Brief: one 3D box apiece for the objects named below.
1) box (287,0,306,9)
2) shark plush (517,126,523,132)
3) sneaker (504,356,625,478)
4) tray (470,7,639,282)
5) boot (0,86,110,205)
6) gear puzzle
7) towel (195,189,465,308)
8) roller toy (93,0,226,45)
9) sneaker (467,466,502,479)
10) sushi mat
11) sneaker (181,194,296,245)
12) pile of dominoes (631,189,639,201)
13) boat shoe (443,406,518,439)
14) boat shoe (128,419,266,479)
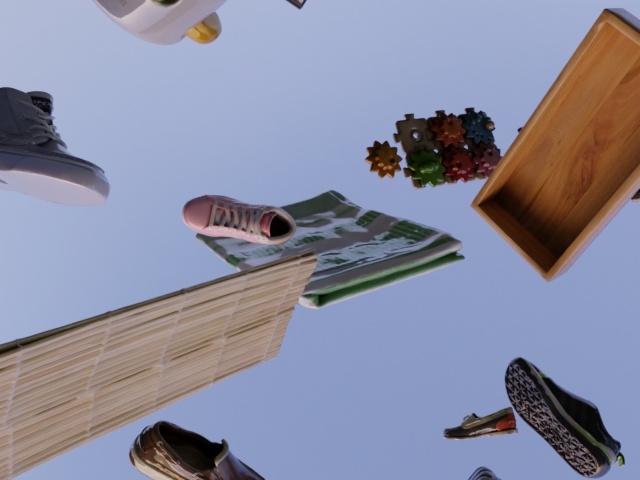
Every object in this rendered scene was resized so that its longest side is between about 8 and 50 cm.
[{"bbox_3d":[-0.061,-0.625,1.514,0.180,0.147,0.077,-54,-146,14],"label":"box"},{"bbox_3d":[0.506,-0.243,1.590,0.067,0.161,0.073,-31,-94,27],"label":"shark plush"},{"bbox_3d":[0.409,0.290,1.171,0.097,0.084,0.235,-21,-116,-35],"label":"sneaker"},{"bbox_3d":[0.434,-0.144,1.147,0.076,0.411,0.203,-19,-122,-40],"label":"tray"},{"bbox_3d":[-0.338,-0.120,0.806,0.258,0.095,0.123,11,-107,21],"label":"boot"},{"bbox_3d":[0.246,-0.201,1.488,0.339,0.044,0.175,-10,-102,-22],"label":"gear puzzle"},{"bbox_3d":[0.000,0.000,0.939,0.247,0.038,0.325,-17,-157,-25],"label":"towel"},{"bbox_3d":[-0.216,-0.361,0.907,0.146,0.209,0.191,-31,-104,29],"label":"roller toy"},{"bbox_3d":[0.272,0.507,1.242,0.098,0.224,0.083,30,-149,4],"label":"sneaker"},{"bbox_3d":[-0.131,0.096,0.584,0.316,0.151,0.019,-17,-128,-45],"label":"sushi mat"},{"bbox_3d":[-0.091,-0.025,0.811,0.070,0.134,0.051,171,-69,-69],"label":"sneaker"},{"bbox_3d":[0.643,-0.171,1.198,0.196,0.040,0.251,-12,-140,48],"label":"pile of dominoes"},{"bbox_3d":[0.264,0.309,1.162,0.137,0.049,0.043,-21,-109,38],"label":"boat shoe"},{"bbox_3d":[-0.170,0.362,1.098,0.095,0.257,0.095,-51,-158,27],"label":"boat shoe"}]
